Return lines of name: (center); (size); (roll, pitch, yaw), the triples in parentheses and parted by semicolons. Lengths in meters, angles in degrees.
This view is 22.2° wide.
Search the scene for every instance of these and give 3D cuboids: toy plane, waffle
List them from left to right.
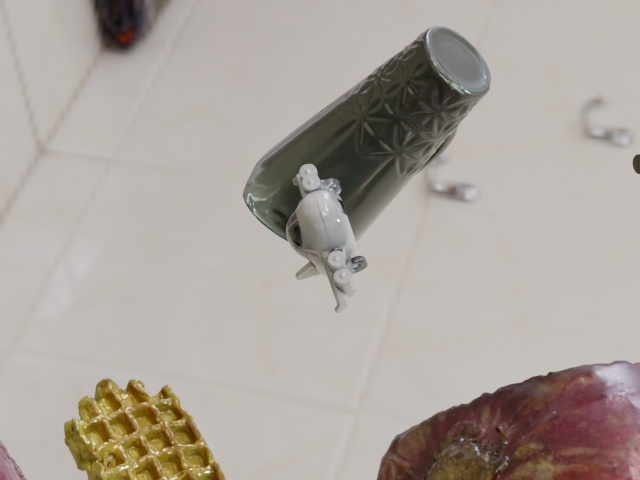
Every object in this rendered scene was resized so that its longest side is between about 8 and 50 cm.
waffle: (-0.232, 0.261, 2.048); (0.160, 0.211, 0.055); (-16, 148, -34)
toy plane: (0.003, -0.001, 1.830); (0.174, 0.080, 0.174); (163, -90, -88)

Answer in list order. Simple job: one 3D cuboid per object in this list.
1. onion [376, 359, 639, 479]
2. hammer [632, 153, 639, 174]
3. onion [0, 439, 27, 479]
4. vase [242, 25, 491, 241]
onion: (0.175, 0.229, 1.129); (0.256, 0.272, 0.230); (126, -25, -47)
hammer: (0.324, -0.117, 1.381); (0.021, 0.065, 0.178); (62, -31, 30)
onion: (-0.282, 0.131, 0.937); (0.159, 0.267, 0.348); (-69, 159, -53)
vase: (0.077, -0.127, 1.941); (0.251, 0.301, 0.156); (-4, 60, -45)
